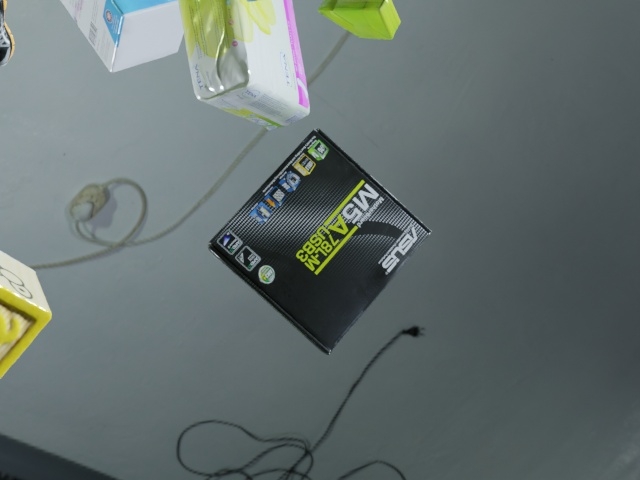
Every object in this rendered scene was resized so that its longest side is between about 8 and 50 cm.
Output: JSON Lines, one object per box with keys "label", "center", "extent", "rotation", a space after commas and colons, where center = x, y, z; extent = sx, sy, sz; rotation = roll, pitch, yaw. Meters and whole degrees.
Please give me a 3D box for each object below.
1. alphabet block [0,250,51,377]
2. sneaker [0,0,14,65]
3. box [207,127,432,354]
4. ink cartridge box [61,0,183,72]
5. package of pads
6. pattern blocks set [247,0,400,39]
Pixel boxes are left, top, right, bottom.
{"label": "alphabet block", "center": [-0.630, 0.121, 1.146], "extent": [0.192, 0.197, 0.193], "rotation": [40, 87, -37]}
{"label": "sneaker", "center": [-0.851, -0.551, 1.647], "extent": [0.084, 0.083, 0.215], "rotation": [6, 124, -2]}
{"label": "box", "center": [0.000, 0.000, 0.738], "extent": [0.184, 0.045, 0.191], "rotation": [43, 78, -1]}
{"label": "ink cartridge box", "center": [-0.470, -0.584, 1.512], "extent": [0.197, 0.198, 0.270], "rotation": [-31, 81, -35]}
{"label": "package of pads", "center": [-0.118, -0.335, 0.969], "extent": [0.101, 0.229, 0.297], "rotation": [-13, 85, 21]}
{"label": "pattern blocks set", "center": [-0.043, -0.241, 0.465], "extent": [0.285, 0.324, 0.026], "rotation": [32, 87, -44]}
